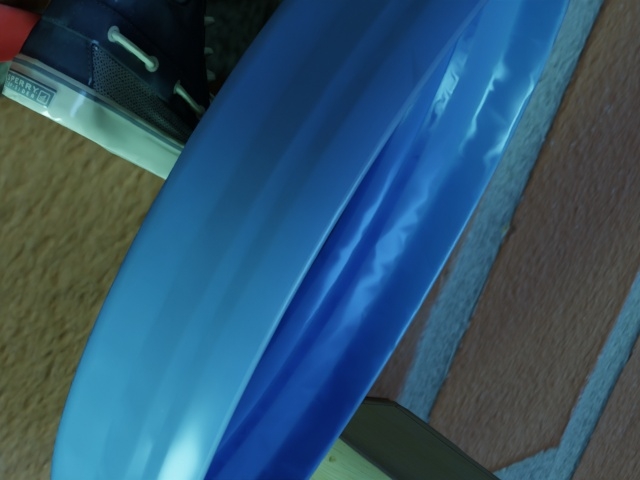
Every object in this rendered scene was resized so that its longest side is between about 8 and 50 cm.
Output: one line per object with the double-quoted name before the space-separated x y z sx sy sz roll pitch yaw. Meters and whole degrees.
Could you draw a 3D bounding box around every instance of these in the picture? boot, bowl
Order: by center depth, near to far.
"boot" -0.068 -0.074 0.866 0.086 0.069 0.190 -63 156 -1
"bowl" 0.000 0.000 0.916 0.391 0.077 0.391 -56 169 -17

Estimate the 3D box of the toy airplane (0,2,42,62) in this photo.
"toy airplane" -0.151 -0.104 0.757 0.151 0.028 0.151 -37 147 -30

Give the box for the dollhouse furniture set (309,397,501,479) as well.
"dollhouse furniture set" 0.007 0.331 1.187 0.362 0.256 0.394 13 109 -58
